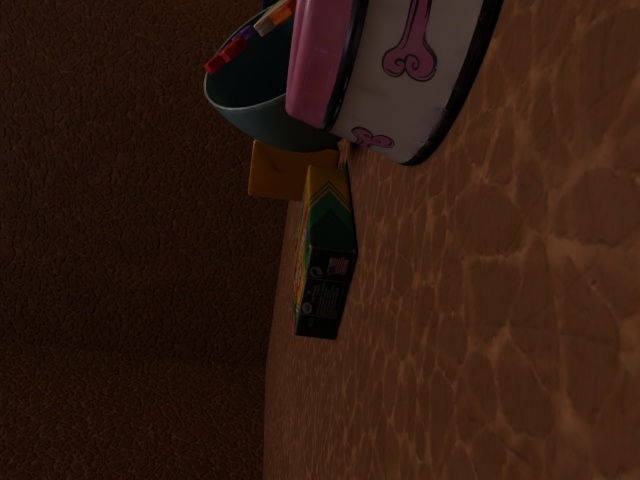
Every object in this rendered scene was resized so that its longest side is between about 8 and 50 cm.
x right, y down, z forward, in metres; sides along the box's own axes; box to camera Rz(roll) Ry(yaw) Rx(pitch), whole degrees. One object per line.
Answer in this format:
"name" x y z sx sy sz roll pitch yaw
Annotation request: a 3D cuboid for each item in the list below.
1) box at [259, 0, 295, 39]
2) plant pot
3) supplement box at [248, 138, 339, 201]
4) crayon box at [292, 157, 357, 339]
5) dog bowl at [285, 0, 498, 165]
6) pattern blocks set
"box" -0.004 -0.563 1.121 0.396 0.211 0.294 106 169 -47
"plant pot" -0.034 -0.275 1.014 0.195 0.290 0.290 51 -148 -46
"supplement box" -0.066 -0.190 1.331 0.194 0.191 0.129 -98 16 -63
"crayon box" 0.000 0.000 1.050 0.319 0.081 0.202 -91 11 -54
"dog bowl" 0.057 -0.292 0.591 0.408 0.150 0.409 -172 90 -84
"pattern blocks set" -0.026 -0.390 0.884 0.324 0.026 0.285 -24 28 33
